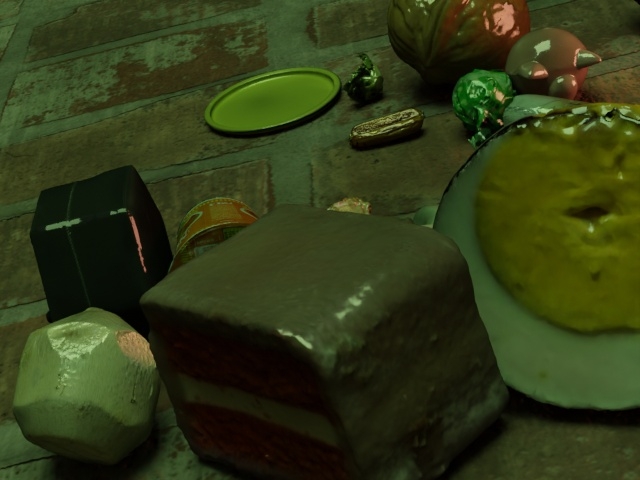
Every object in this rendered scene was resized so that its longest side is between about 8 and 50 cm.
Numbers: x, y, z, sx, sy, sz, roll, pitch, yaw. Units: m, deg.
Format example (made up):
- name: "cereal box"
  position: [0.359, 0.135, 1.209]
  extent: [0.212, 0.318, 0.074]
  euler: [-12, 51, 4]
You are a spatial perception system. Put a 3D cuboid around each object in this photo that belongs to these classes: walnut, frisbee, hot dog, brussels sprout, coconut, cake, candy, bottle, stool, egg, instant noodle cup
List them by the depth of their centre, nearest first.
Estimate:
- name: "cake"
  position: [-0.003, 0.115, 1.435]
  extent: [0.308, 0.237, 0.230]
  euler: [10, 35, 42]
- name: "egg"
  position: [0.301, 0.008, 1.454]
  extent: [0.337, 0.337, 0.201]
  euler: [2, 9, 29]
- name: "coconut"
  position: [-0.251, 0.155, 1.539]
  extent: [0.161, 0.161, 0.162]
  euler: [2, 65, 29]
- name: "stool"
  position: [-0.260, 0.035, 1.724]
  extent: [0.141, 0.232, 0.232]
  euler: [-15, 28, 3]
- name: "instant noodle cup"
  position: [-0.114, 0.026, 1.746]
  extent: [0.168, 0.168, 0.185]
  euler: [-17, 21, -4]
- name: "bottle"
  position: [0.374, -0.139, 1.874]
  extent: [0.269, 0.083, 0.083]
  euler: [15, 39, 33]
- name: "candy"
  position: [0.226, -0.135, 1.957]
  extent: [0.097, 0.097, 0.323]
  euler: [-8, 36, 13]
- name: "hot dog"
  position: [0.099, -0.164, 2.103]
  extent: [0.122, 0.037, 0.049]
  euler: [-16, 39, 9]
- name: "walnut"
  position: [0.213, -0.337, 2.184]
  extent: [0.228, 0.228, 0.228]
  euler: [-11, 28, 6]
- name: "brussels sprout"
  position: [0.069, -0.253, 2.241]
  extent: [0.058, 0.085, 0.085]
  euler: [23, 44, 30]
- name: "frisbee"
  position: [-0.078, -0.230, 2.323]
  extent: [0.235, 0.017, 0.236]
  euler: [-12, 29, 6]

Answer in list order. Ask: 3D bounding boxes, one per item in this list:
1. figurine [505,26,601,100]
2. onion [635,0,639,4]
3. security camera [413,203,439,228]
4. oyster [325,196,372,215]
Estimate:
- name: "figurine"
  position: [0.335, -0.251, 2.068]
  extent: [0.125, 0.125, 0.138]
  euler: [-20, 13, -10]
- name: "onion"
  position: [0.595, -0.461, 2.225]
  extent: [0.281, 0.281, 0.221]
  euler: [-31, 67, -27]
- name: "security camera"
  position: [0.138, -0.004, 1.618]
  extent: [0.157, 0.080, 0.301]
  euler: [14, 12, 43]
- name: "oyster"
  position: [0.000, 0.000, 1.806]
  extent: [0.163, 0.081, 0.191]
  euler: [-38, 32, -28]
